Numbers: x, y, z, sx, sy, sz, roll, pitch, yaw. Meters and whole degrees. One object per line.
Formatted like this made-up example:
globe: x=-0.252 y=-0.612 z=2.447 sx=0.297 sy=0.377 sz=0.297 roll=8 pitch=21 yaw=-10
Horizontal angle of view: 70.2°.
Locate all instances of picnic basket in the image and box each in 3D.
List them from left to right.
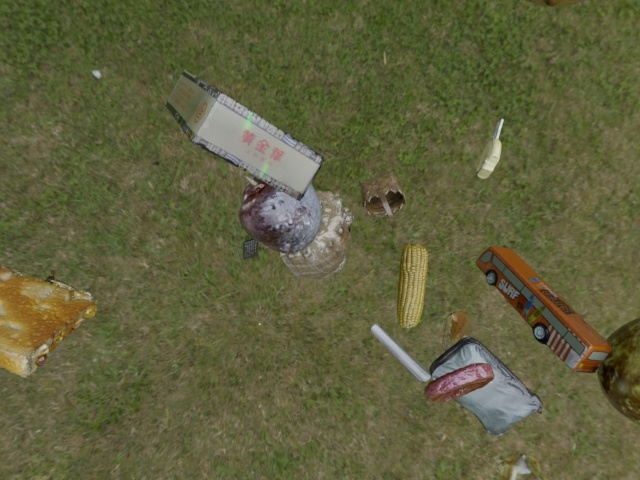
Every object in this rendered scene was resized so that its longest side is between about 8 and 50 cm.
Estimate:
picnic basket: x=0.208 y=-0.119 z=1.469 sx=0.137 sy=0.128 sz=0.179 roll=-20 pitch=61 yaw=14

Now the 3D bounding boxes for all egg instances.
egg: x=0.749 y=0.282 z=0.999 sx=0.238 sy=0.289 sz=0.238 roll=-6 pitch=39 yaw=5

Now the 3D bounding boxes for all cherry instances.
cherry: x=-0.119 y=-0.097 z=1.344 sx=0.296 sy=0.218 sz=0.255 roll=47 pitch=41 yaw=-37

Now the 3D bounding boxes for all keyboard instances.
keyboard: x=-0.227 y=0.028 z=1.476 sx=0.053 sy=0.155 sz=0.010 roll=-19 pitch=72 yaw=-16

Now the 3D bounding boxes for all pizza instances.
pizza: x=-0.537 y=0.144 z=0.863 sx=0.289 sy=0.228 sz=0.081 roll=34 pitch=115 yaw=33

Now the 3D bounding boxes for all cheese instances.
cheese: x=0.683 y=-0.374 z=1.799 sx=0.050 sy=0.127 sz=0.255 roll=21 pitch=72 yaw=4

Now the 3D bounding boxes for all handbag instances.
handbag: x=0.501 y=0.451 z=1.380 sx=0.332 sy=0.075 sz=0.191 roll=43 pitch=106 yaw=-4

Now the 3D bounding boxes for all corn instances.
corn: x=0.251 y=0.123 z=1.243 sx=0.080 sy=0.080 sz=0.231 roll=7 pitch=81 yaw=-6

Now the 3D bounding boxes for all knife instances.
knife: x=0.280 y=0.392 z=1.602 sx=0.265 sy=0.073 sz=0.040 roll=43 pitch=102 yaw=8

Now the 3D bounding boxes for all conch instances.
conch: x=0.009 y=0.001 z=1.608 sx=0.297 sy=0.210 sz=0.352 roll=-48 pitch=117 yaw=-18

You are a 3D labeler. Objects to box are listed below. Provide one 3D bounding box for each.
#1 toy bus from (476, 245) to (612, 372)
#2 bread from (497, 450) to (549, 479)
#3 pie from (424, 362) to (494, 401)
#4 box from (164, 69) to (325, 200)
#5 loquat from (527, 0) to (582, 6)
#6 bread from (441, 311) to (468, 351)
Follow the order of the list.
toy bus: x=0.544 y=0.156 z=1.158 sx=0.093 sy=0.409 sz=0.092 roll=7 pitch=122 yaw=-24
bread: x=0.488 y=0.595 z=0.973 sx=0.098 sy=0.269 sz=0.087 roll=30 pitch=115 yaw=-38
pie: x=0.343 y=0.354 z=1.132 sx=0.182 sy=0.182 sz=0.050 roll=-14 pitch=60 yaw=-10
box: x=-0.143 y=-0.191 z=0.789 sx=0.198 sy=0.310 sz=0.084 roll=27 pitch=100 yaw=-33
loquat: x=0.337 y=-0.446 z=0.618 sx=0.243 sy=0.244 sz=0.244 roll=1 pitch=80 yaw=-7
bread: x=0.468 y=0.293 z=1.544 sx=0.054 sy=0.154 sz=0.136 roll=25 pitch=34 yaw=33
